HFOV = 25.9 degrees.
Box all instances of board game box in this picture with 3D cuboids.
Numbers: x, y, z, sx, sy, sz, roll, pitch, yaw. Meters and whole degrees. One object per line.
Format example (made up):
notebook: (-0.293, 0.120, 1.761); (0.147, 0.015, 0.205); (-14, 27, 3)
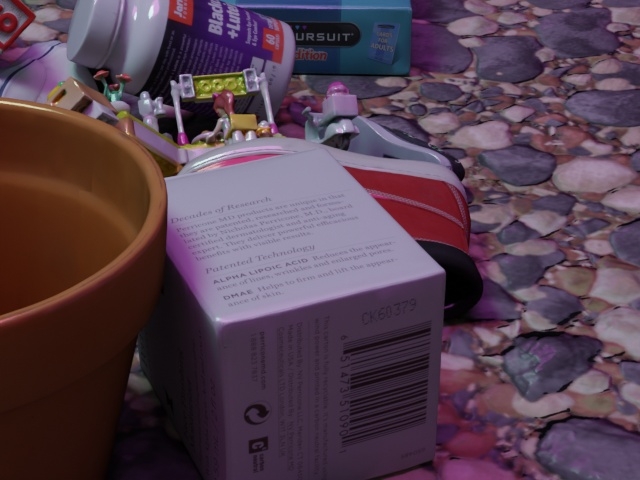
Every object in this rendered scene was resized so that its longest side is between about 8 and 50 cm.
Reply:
board game box: (-0.030, -0.290, 1.571); (0.253, 0.079, 0.336); (1, 30, 0)

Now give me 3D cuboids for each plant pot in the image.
plant pot: (-0.233, 0.063, 0.843); (0.290, 0.204, 0.291); (0, 30, 0)

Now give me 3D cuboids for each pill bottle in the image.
pill bottle: (-0.130, -0.177, 1.287); (0.193, 0.108, 0.108); (14, 24, -24)

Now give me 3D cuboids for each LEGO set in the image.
LEGO set: (-0.115, -0.113, 1.171); (0.287, 0.132, 0.107); (3, 67, -33)

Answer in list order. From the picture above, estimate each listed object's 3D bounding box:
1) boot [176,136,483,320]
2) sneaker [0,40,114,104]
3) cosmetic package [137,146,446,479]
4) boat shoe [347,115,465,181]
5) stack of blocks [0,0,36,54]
boot: (0.000, 0.000, 1.076); (0.244, 0.088, 0.176); (3, 32, -2)
sneaker: (-0.247, -0.120, 1.262); (0.091, 0.094, 0.258); (4, 31, 8)
cosmetic package: (-0.027, 0.053, 0.916); (0.151, 0.151, 0.184); (-13, 32, -21)
boat shoe: (0.066, -0.076, 1.248); (0.142, 0.049, 0.040); (27, 21, 35)
stack of blocks: (-0.376, -0.198, 1.308); (0.171, 0.087, 0.297); (-47, 26, 0)
